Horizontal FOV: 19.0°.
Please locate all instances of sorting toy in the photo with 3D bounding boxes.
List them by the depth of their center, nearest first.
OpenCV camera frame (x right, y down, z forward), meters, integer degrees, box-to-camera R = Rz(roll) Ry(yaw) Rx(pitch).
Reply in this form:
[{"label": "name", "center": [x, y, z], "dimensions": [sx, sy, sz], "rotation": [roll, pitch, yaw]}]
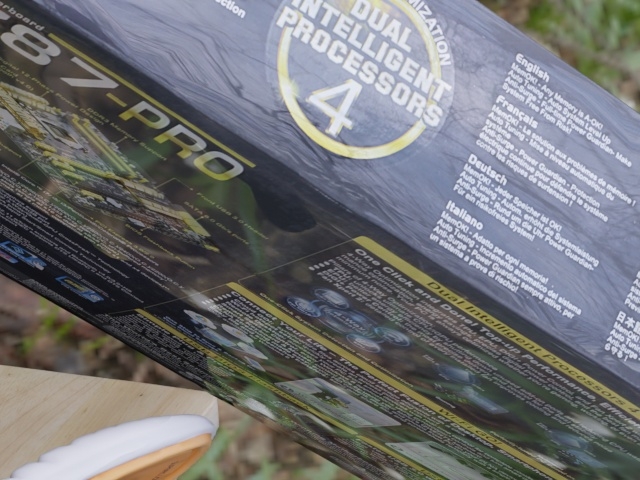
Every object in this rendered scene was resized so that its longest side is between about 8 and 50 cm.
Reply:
[{"label": "sorting toy", "center": [-0.227, 0.183, 1.230], "dimensions": [0.257, 0.256, 0.089], "rotation": [-48, 138, -56]}]

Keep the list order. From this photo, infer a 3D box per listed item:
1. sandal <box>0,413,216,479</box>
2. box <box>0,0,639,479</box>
[{"label": "sandal", "center": [-0.138, 0.153, 0.675], "dimensions": [0.076, 0.265, 0.102], "rotation": [57, -1, 12]}, {"label": "box", "center": [0.000, 0.000, 0.742], "dimensions": [0.395, 0.318, 0.097], "rotation": [32, 73, -17]}]
